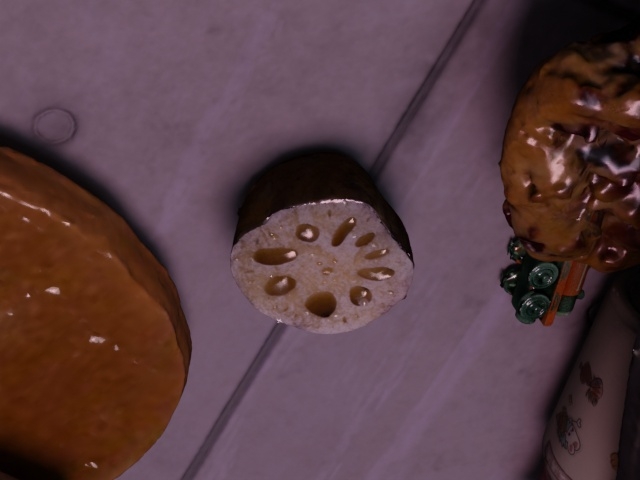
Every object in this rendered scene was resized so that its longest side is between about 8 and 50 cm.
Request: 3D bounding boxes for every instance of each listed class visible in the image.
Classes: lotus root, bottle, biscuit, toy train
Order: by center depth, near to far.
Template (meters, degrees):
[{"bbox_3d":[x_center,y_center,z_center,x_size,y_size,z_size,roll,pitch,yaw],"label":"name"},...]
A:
[{"bbox_3d":[0.275,-0.083,1.286,0.334,0.081,0.289,-17,146,-17],"label":"biscuit"},{"bbox_3d":[-0.293,0.076,1.344,0.385,0.062,0.365,32,115,-30],"label":"biscuit"},{"bbox_3d":[-0.003,0.002,1.345,0.112,0.081,0.122,-30,126,12],"label":"lotus root"},{"bbox_3d":[0.170,0.016,1.420,0.064,0.044,0.103,-2,126,-24],"label":"toy train"},{"bbox_3d":[0.226,0.142,1.477,0.110,0.110,0.233,8,122,-18],"label":"bottle"}]

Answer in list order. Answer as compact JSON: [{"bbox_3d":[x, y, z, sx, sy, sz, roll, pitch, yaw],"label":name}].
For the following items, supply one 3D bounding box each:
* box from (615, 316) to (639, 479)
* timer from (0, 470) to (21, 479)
[{"bbox_3d":[0.348,0.053,1.341,0.350,0.091,0.359,-34,149,-22],"label":"box"},{"bbox_3d":[-0.305,0.182,1.305,0.266,0.175,0.175,39,110,-19],"label":"timer"}]
